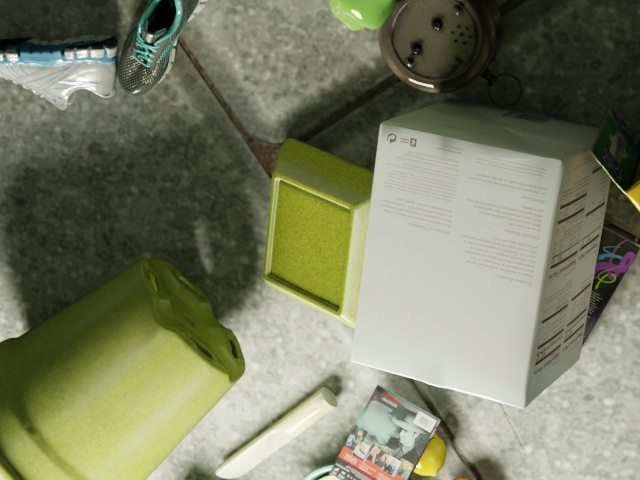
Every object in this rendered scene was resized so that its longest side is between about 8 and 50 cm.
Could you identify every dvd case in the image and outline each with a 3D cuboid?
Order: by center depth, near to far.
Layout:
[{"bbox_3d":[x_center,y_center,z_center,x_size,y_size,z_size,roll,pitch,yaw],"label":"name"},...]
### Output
[{"bbox_3d":[0.075,0.240,1.934,0.087,0.013,0.119,28,93,17],"label":"dvd case"}]

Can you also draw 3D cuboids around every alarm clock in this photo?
[{"bbox_3d":[0.142,-0.212,1.795,0.192,0.064,0.129,40,114,-3],"label":"alarm clock"}]

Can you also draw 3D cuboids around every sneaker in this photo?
[{"bbox_3d":[-0.188,-0.232,1.872,0.065,0.076,0.166,32,114,5],"label":"sneaker"},{"bbox_3d":[-0.324,-0.190,1.931,0.191,0.071,0.082,2,114,16],"label":"sneaker"}]

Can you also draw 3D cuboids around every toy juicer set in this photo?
[{"bbox_3d":[0.048,0.294,1.975,0.329,0.089,0.209,31,114,5],"label":"toy juicer set"}]

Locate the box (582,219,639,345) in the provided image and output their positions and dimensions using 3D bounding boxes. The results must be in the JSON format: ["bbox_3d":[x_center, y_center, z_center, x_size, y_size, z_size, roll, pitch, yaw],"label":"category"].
[{"bbox_3d":[0.270,0.041,1.858,0.116,0.029,0.162,29,115,6],"label":"box"}]

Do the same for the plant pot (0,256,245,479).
[{"bbox_3d":[-0.237,0.161,1.938,0.254,0.276,0.276,-40,94,12],"label":"plant pot"}]

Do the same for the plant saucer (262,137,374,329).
[{"bbox_3d":[0.000,0.000,1.865,0.188,0.045,0.188,25,117,41],"label":"plant saucer"}]

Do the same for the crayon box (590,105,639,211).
[{"bbox_3d":[0.416,-0.014,1.702,0.083,0.203,0.323,-38,95,23],"label":"crayon box"}]

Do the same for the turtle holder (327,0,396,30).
[{"bbox_3d":[-0.028,-0.384,1.689,0.320,0.243,0.227,25,142,-36],"label":"turtle holder"}]

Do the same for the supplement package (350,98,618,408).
[{"bbox_3d":[0.174,0.006,1.758,0.199,0.198,0.262,14,107,23],"label":"supplement package"}]
